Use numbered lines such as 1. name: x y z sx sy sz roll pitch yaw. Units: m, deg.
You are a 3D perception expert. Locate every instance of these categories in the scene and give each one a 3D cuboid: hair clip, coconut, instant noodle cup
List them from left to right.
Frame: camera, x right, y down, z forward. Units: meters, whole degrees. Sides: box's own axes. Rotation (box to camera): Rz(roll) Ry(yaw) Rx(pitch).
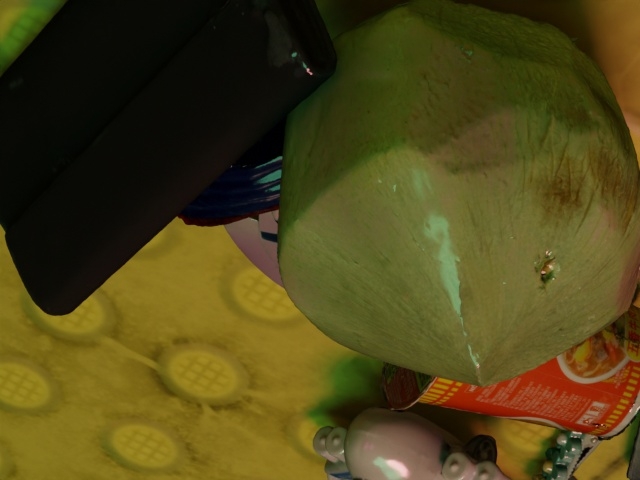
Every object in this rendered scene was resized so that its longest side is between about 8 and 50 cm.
1. coconut: 0.113 -0.028 1.335 0.281 0.328 0.328 -30 121 33
2. instant noodle cup: 0.190 0.096 1.568 0.212 0.193 0.193 19 136 -16
3. hair clip: 0.253 0.232 1.762 0.049 0.049 0.173 22 121 -7

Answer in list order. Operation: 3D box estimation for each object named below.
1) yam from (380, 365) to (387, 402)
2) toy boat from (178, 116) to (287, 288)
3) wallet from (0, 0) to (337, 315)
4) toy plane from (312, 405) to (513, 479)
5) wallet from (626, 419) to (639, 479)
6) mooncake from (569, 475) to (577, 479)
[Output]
1. yam: 0.126 0.129 1.695 0.132 0.054 0.054 -18 127 29
2. toy boat: -0.028 -0.008 1.606 0.219 0.072 0.318 5 145 6
3. wallet: -0.157 -0.124 1.419 0.062 0.228 0.406 -2 152 -43
4. toy plane: 0.112 0.256 1.758 0.266 0.123 0.267 21 160 8
5. wallet: 0.433 0.194 1.632 0.251 0.054 0.290 23 140 21
6. mooncake: 0.188 0.375 1.924 0.150 0.057 0.346 40 132 -21
